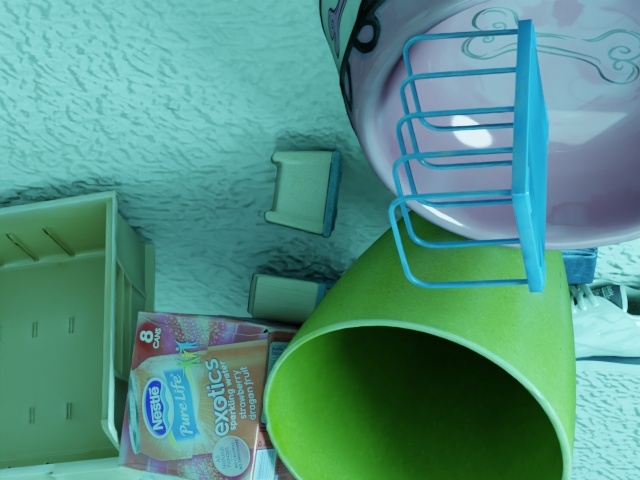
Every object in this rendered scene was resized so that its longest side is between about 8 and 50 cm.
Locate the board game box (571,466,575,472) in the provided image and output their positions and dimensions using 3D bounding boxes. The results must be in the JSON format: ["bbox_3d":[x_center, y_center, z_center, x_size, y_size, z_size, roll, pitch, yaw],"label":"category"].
[{"bbox_3d":[0.246,0.302,2.112,0.090,0.020,0.090,-26,166,-44],"label":"board game box"}]

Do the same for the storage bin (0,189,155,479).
[{"bbox_3d":[-0.305,0.110,1.749,0.262,0.260,0.123,-8,155,13],"label":"storage bin"}]

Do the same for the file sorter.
[{"bbox_3d":[0.114,-0.061,1.339,0.104,0.170,0.118,-3,142,13],"label":"file sorter"}]

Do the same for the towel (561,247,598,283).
[{"bbox_3d":[0.219,0.021,1.790,0.119,0.029,0.067,1,143,3],"label":"towel"}]

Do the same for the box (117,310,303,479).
[{"bbox_3d":[-0.061,0.152,1.746,0.142,0.154,0.300,8,180,22],"label":"box"}]

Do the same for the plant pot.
[{"bbox_3d":[0.124,0.084,1.640,0.275,0.293,0.275,12,132,13],"label":"plant pot"}]

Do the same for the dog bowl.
[{"bbox_3d":[0.199,-0.149,1.476,0.408,0.150,0.408,2,143,2],"label":"dog bowl"}]

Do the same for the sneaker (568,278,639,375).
[{"bbox_3d":[0.257,0.083,1.838,0.235,0.090,0.095,-5,129,4],"label":"sneaker"}]

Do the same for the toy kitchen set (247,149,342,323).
[{"bbox_3d":[0.000,0.000,1.755,0.122,0.166,0.207,7,179,-4],"label":"toy kitchen set"}]
